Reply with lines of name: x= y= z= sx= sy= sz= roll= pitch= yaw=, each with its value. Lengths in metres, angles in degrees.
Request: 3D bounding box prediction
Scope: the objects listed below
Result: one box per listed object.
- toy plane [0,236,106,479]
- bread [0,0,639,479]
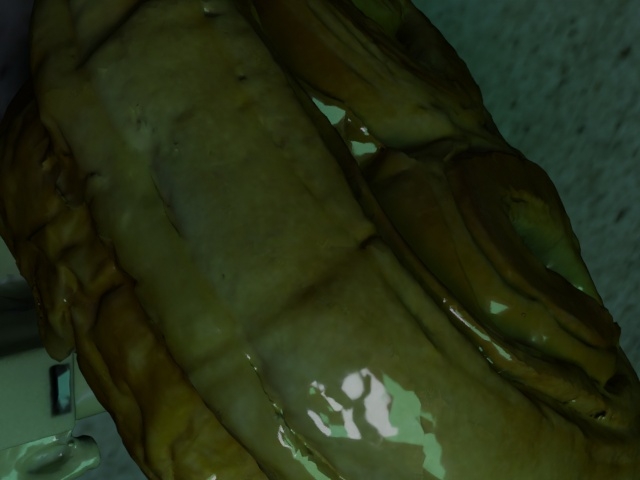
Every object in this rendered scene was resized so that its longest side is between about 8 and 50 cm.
toy plane: x=-0.118 y=0.045 z=0.675 sx=0.244 sy=0.092 sz=0.229 roll=-10 pitch=112 yaw=-27
bread: x=-0.001 y=0.000 z=0.628 sx=0.120 sy=0.236 sz=0.198 roll=-42 pitch=156 yaw=24
